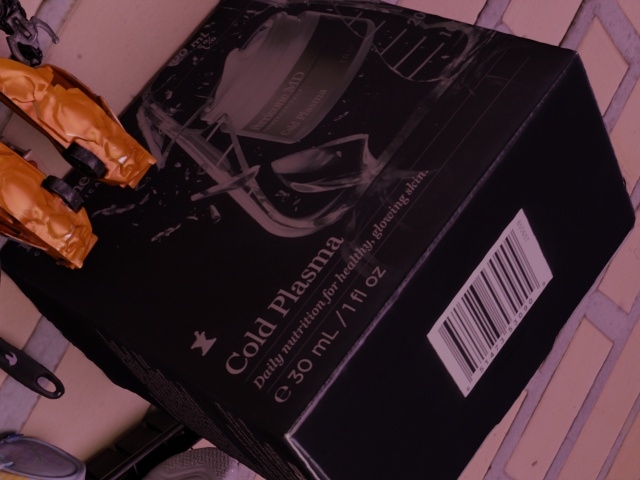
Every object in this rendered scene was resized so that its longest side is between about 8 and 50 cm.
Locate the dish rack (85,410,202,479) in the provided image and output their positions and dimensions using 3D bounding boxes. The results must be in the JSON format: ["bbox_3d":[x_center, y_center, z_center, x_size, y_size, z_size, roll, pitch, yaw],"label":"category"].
[{"bbox_3d":[-0.225,0.365,1.558,0.208,0.074,0.271,-35,131,-32],"label":"dish rack"}]

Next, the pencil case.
[{"bbox_3d":[-0.355,0.366,1.380,0.124,0.113,0.273,-4,112,-58],"label":"pencil case"}]

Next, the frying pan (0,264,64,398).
[{"bbox_3d":[-0.375,0.060,1.258,0.326,0.053,0.197,15,98,-52],"label":"frying pan"}]

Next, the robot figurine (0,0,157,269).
[{"bbox_3d":[-0.313,-0.112,1.161,0.291,0.085,0.211,42,71,-25],"label":"robot figurine"}]

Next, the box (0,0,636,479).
[{"bbox_3d":[0.000,0.000,1.319,0.480,0.472,0.297,-52,137,-17],"label":"box"}]

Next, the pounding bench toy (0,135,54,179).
[{"bbox_3d":[-0.312,-0.057,1.261,0.052,0.065,0.083,-51,138,-19],"label":"pounding bench toy"}]

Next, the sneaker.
[{"bbox_3d":[-0.191,0.381,1.476,0.268,0.101,0.153,-45,140,-18],"label":"sneaker"}]
